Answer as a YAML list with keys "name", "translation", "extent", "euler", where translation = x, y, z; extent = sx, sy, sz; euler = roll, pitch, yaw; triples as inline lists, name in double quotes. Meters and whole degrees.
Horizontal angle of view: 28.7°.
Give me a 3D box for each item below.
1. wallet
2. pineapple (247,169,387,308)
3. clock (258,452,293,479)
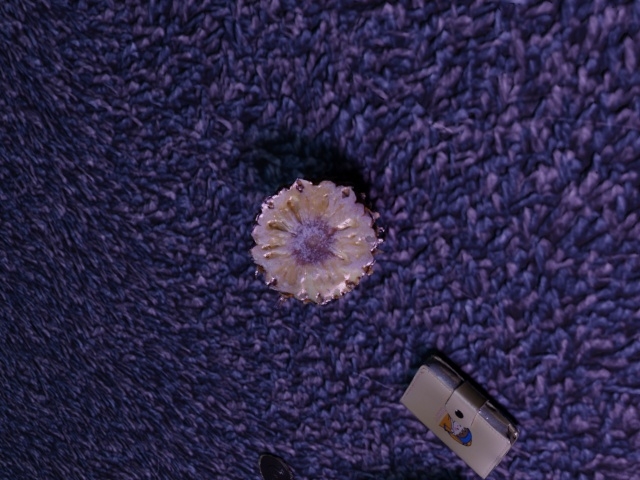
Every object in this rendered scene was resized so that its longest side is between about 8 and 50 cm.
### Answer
- name: "wallet"
  translation: [0.183, 0.228, 1.635]
  extent: [0.155, 0.039, 0.110]
  euler: [42, 141, 15]
- name: "pineapple"
  translation: [-0.001, -0.004, 1.596]
  extent: [0.176, 0.137, 0.161]
  euler: [-39, 87, 11]
- name: "clock"
  translation: [-0.070, 0.377, 1.996]
  extent: [0.074, 0.010, 0.083]
  euler: [13, 124, 37]
